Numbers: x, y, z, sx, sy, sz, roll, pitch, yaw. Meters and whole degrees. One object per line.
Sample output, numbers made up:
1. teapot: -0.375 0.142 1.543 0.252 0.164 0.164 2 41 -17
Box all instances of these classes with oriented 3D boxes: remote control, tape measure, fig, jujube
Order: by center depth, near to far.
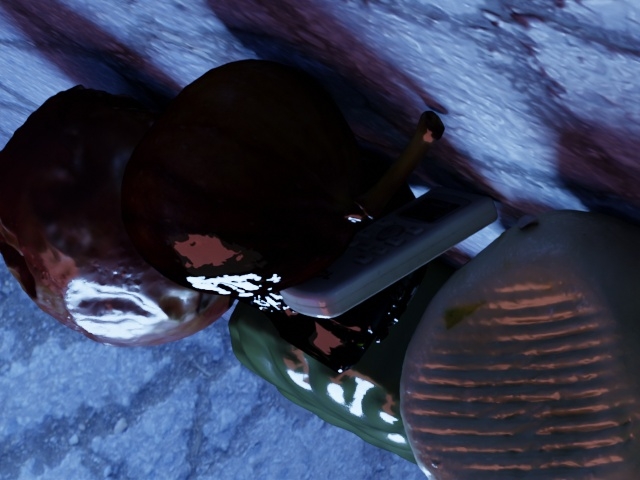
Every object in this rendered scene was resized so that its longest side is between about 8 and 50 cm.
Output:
1. fig: -0.031 -0.032 1.596 0.249 0.203 0.186 25 142 34
2. remote control: 0.054 0.008 1.670 0.087 0.190 0.029 16 132 59
3. tape measure: 0.000 0.000 1.765 0.199 0.186 0.112 35 166 -3
4. jujube: -0.209 -0.022 2.133 0.276 0.276 0.377 28 -177 13

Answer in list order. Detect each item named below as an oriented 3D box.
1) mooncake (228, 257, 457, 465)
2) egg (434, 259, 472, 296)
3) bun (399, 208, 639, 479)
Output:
1. mooncake: 0.079 0.125 2.168 0.356 0.194 0.356 30 172 5
2. egg: 0.174 0.094 1.750 0.177 0.177 0.228 27 156 19
3. bun: 0.198 0.106 1.520 0.259 0.259 0.160 25 -167 32
